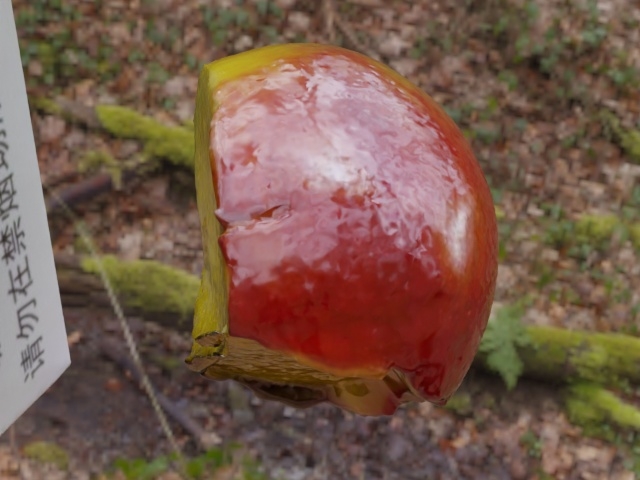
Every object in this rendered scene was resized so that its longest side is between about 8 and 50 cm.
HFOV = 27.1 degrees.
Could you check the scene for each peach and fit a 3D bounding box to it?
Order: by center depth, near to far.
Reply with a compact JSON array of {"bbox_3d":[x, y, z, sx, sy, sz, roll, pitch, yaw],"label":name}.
[{"bbox_3d":[0.005,-0.006,0.460,0.118,0.151,0.151,-15,14,33],"label":"peach"}]

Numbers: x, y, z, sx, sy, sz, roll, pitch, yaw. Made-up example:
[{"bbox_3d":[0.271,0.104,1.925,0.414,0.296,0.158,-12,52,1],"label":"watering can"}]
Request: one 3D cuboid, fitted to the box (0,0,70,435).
[{"bbox_3d":[-0.222,0.039,0.456,0.095,0.210,0.330,10,31,22],"label":"box"}]
